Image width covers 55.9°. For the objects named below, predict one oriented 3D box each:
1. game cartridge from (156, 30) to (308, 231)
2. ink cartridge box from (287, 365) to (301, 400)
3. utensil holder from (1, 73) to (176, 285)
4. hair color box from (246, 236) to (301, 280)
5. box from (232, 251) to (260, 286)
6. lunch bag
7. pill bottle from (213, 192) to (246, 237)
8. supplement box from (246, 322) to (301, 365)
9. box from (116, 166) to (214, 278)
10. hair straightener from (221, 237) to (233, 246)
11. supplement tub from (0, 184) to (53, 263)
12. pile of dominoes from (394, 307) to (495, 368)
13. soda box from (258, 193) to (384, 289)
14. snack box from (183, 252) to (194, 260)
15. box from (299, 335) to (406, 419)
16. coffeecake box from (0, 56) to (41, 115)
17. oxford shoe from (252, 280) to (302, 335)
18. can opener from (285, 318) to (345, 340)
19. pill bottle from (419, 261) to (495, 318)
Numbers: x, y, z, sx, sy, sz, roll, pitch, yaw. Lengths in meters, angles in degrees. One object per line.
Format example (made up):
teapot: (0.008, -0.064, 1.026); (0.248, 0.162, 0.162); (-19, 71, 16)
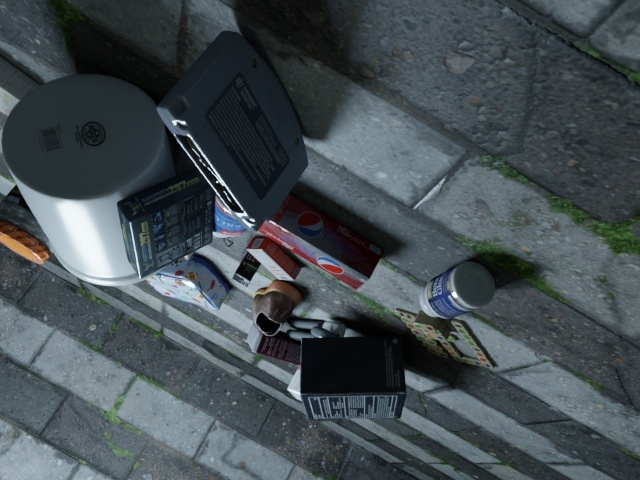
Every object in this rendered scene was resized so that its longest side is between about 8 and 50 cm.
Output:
game cartridge: (-0.124, -0.176, 0.988); (0.062, 0.198, 0.297); (12, 150, 32)
ink cartridge box: (0.029, 0.521, 2.197); (0.237, 0.171, 0.100); (12, 151, 32)
utensil holder: (-0.472, -0.122, 1.325); (0.328, 0.327, 0.385); (26, 152, 6)
hair color box: (-0.124, 0.049, 1.608); (0.072, 0.043, 0.141); (0, 142, 47)
box: (-0.204, 0.078, 1.698); (0.052, 0.083, 0.062); (30, 155, -4)
lunch bag: (-0.469, 0.130, 2.052); (0.304, 0.114, 0.243); (13, 154, 29)
pill bottle: (-0.196, -0.079, 1.343); (0.124, 0.124, 0.221); (33, 156, -8)
supplement box: (-0.120, 0.360, 2.050); (0.240, 0.073, 0.130); (19, -178, -17)
box: (-0.312, -0.034, 1.245); (0.059, 0.184, 0.232); (50, 153, 20)
hair straightener: (-0.269, -0.051, 1.513); (0.047, 0.088, 0.230); (2, 147, 16)
supplement tub: (-0.700, -0.107, 1.591); (0.194, 0.315, 0.193); (24, 155, 12)
pile of dominoes: (0.315, 0.266, 1.564); (0.196, 0.040, 0.251); (3, 145, 43)
soda box: (0.000, 0.000, 1.334); (0.263, 0.083, 0.092); (31, 155, -4)
snack box: (-0.472, 0.002, 1.893); (0.141, 0.037, 0.100); (25, 154, 9)
box: (0.095, 0.412, 1.794); (0.294, 0.182, 0.296); (-2, 150, 2)
coffeecake box: (-0.752, -0.361, 1.454); (0.186, 0.068, 0.142); (37, 153, -17)
oxford shoe: (-0.169, 0.232, 1.897); (0.130, 0.132, 0.363); (30, 156, -3)
can opener: (-0.022, 0.284, 1.914); (0.093, 0.074, 0.280); (32, 159, -29)
pill bottle: (0.273, 0.108, 1.240); (0.094, 0.094, 0.169); (32, 155, -6)
